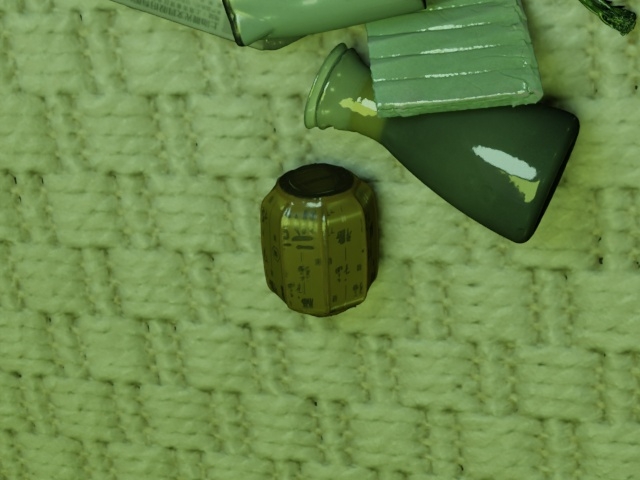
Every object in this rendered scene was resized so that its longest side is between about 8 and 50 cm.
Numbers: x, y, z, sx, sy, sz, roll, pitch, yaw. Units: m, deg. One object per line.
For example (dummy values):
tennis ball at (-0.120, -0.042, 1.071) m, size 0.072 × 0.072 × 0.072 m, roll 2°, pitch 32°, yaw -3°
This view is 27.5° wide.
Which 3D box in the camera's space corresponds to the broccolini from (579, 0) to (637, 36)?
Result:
broccolini at (0.313, -0.287, 1.558) m, size 0.140 × 0.035 × 0.030 m, roll 30°, pitch 121°, yaw 4°

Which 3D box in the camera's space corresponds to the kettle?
kettle at (-0.010, -0.348, 1.555) m, size 0.236 × 0.221 × 0.161 m, roll -14°, pitch 154°, yaw 9°

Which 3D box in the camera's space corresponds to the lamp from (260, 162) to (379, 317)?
lamp at (0.000, 0.000, 1.770) m, size 0.161 × 0.161 × 0.185 m, roll 9°, pitch 121°, yaw 16°

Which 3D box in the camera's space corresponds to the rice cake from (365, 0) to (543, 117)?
rice cake at (0.154, -0.231, 1.569) m, size 0.198 × 0.189 × 0.037 m, roll -12°, pitch 154°, yaw 9°

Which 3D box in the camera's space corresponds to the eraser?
eraser at (-0.164, -0.317, 1.684) m, size 0.352 × 0.089 × 0.061 m, roll 20°, pitch 120°, yaw 9°

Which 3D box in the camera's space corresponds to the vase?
vase at (0.146, -0.133, 1.635) m, size 0.321 × 0.173 × 0.173 m, roll 24°, pitch 124°, yaw 11°
